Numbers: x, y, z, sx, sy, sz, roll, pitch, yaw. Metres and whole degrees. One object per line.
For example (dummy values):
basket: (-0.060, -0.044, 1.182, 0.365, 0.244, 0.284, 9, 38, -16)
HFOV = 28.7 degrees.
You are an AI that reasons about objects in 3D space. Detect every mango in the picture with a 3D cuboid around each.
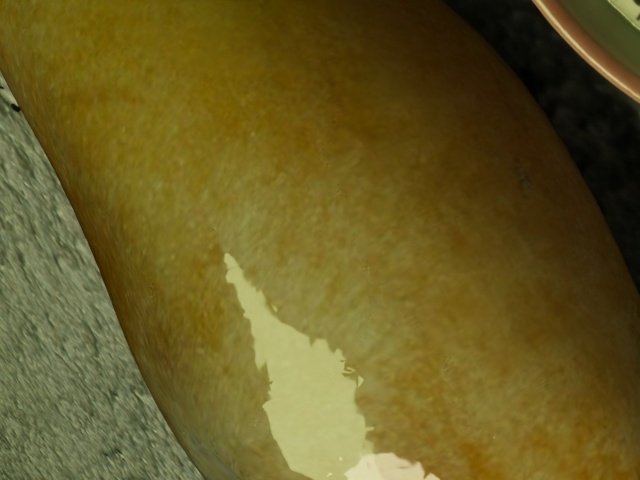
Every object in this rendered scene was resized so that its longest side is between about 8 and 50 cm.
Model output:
mango: (0.000, 0.000, 0.535, 0.384, 0.199, 0.221, 48, 151, 9)

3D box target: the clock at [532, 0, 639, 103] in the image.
clock: (0.136, -0.127, 0.348, 0.244, 0.056, 0.244, 33, 144, 28)
